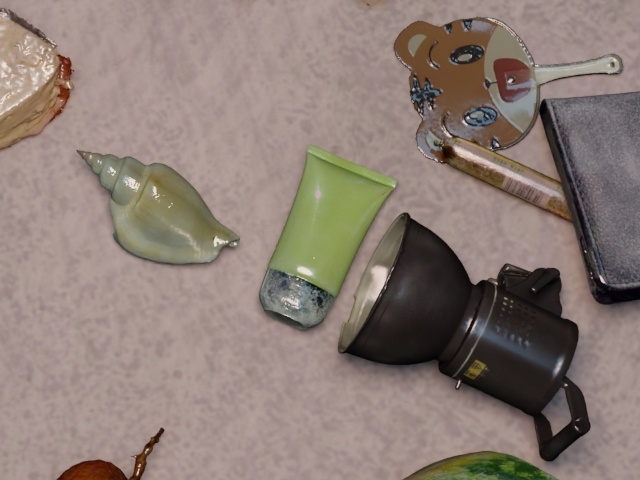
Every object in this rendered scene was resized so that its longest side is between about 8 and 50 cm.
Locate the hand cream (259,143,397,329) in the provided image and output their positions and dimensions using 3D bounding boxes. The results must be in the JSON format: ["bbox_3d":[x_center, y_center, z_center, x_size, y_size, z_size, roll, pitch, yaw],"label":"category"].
[{"bbox_3d":[0.000,0.000,1.418,0.095,0.046,0.175,22,71,3],"label":"hand cream"}]

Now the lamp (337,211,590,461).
[{"bbox_3d":[0.151,0.080,1.372,0.227,0.147,0.172,25,54,-6],"label":"lamp"}]

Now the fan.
[{"bbox_3d":[0.195,-0.165,1.480,0.227,0.008,0.152,-10,78,-4],"label":"fan"}]

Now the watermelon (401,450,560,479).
[{"bbox_3d":[0.098,0.325,1.287,0.180,0.224,0.305,45,73,-19],"label":"watermelon"}]

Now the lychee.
[{"bbox_3d":[-0.198,0.240,1.326,0.101,0.114,0.140,23,97,-28],"label":"lychee"}]

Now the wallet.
[{"bbox_3d":[0.314,-0.047,1.421,0.167,0.036,0.222,-8,66,-14],"label":"wallet"}]

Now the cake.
[{"bbox_3d":[-0.324,-0.210,1.424,0.117,0.086,0.220,-26,80,-7],"label":"cake"}]

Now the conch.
[{"bbox_3d":[-0.164,-0.031,1.405,0.180,0.065,0.088,35,77,-1],"label":"conch"}]

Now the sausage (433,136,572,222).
[{"bbox_3d":[0.234,-0.041,1.440,0.269,0.033,0.033,25,78,1],"label":"sausage"}]
